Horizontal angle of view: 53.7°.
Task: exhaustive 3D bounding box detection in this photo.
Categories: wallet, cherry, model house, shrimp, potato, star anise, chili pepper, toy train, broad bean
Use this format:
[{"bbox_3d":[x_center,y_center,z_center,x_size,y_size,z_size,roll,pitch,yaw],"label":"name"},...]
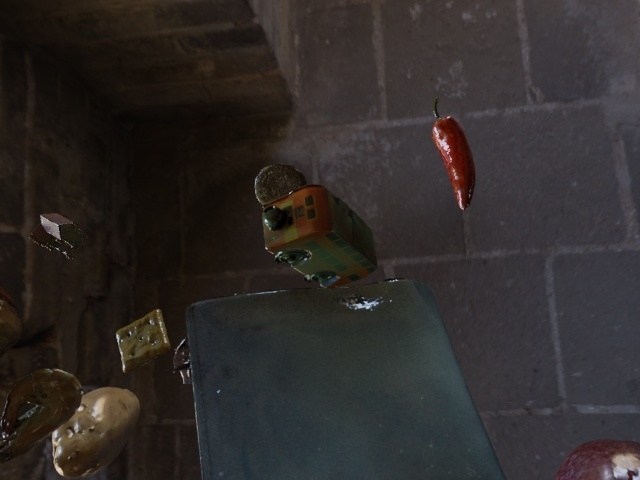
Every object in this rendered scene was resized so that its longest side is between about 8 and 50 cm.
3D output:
[{"bbox_3d":[0.020,0.160,0.636,0.291,0.054,0.251,-5,54,-15],"label":"wallet"},{"bbox_3d":[0.462,0.420,0.934,0.230,0.202,0.300,13,36,12],"label":"cherry"},{"bbox_3d":[-0.418,-0.012,0.993,0.083,0.058,0.057,23,73,37],"label":"model house"},{"bbox_3d":[-0.453,0.274,0.980,0.180,0.041,0.099,-45,114,-11],"label":"shrimp"},{"bbox_3d":[-0.433,0.359,1.224,0.128,0.234,0.161,26,123,5],"label":"potato"},{"bbox_3d":[-0.241,0.233,1.381,0.129,0.282,0.212,27,64,-5],"label":"star anise"},{"bbox_3d":[0.291,-0.191,1.373,0.071,0.063,0.272,-24,69,27],"label":"chili pepper"},{"bbox_3d":[0.000,0.000,0.804,0.099,0.188,0.072,-17,62,21],"label":"toy train"},{"bbox_3d":[-0.510,0.104,0.895,0.229,0.156,0.122,2,54,48],"label":"broad bean"}]

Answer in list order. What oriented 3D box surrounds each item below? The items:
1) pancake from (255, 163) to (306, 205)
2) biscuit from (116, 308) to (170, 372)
[{"bbox_3d":[-0.084,-0.112,1.332,0.115,0.011,0.114,1,117,2],"label":"pancake"},{"bbox_3d":[-0.277,0.155,0.983,0.083,0.018,0.081,-28,52,4],"label":"biscuit"}]
